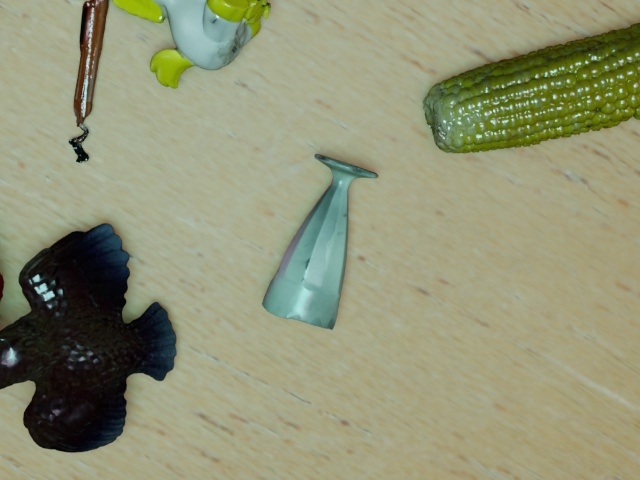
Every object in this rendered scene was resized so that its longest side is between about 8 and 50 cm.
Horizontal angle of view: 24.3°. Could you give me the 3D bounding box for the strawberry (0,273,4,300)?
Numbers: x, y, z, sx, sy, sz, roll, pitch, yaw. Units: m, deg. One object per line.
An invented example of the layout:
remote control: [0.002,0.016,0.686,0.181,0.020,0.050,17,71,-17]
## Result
strawberry: [-0.345,0.073,1.360,0.111,0.190,0.237,-8,125,-27]

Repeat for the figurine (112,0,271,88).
figurine: [-0.131,-0.236,1.355,0.129,0.109,0.178,-29,88,11]

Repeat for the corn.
corn: [0.256,-0.148,1.390,0.319,0.097,0.097,-14,98,0]

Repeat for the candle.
candle: [-0.218,-0.156,1.391,0.026,0.021,0.167,5,97,-33]

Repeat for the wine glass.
wine glass: [0.000,0.000,1.404,0.073,0.073,0.155,16,93,-6]

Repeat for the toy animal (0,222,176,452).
toy animal: [-0.220,0.097,1.349,0.116,0.179,0.219,7,98,21]
